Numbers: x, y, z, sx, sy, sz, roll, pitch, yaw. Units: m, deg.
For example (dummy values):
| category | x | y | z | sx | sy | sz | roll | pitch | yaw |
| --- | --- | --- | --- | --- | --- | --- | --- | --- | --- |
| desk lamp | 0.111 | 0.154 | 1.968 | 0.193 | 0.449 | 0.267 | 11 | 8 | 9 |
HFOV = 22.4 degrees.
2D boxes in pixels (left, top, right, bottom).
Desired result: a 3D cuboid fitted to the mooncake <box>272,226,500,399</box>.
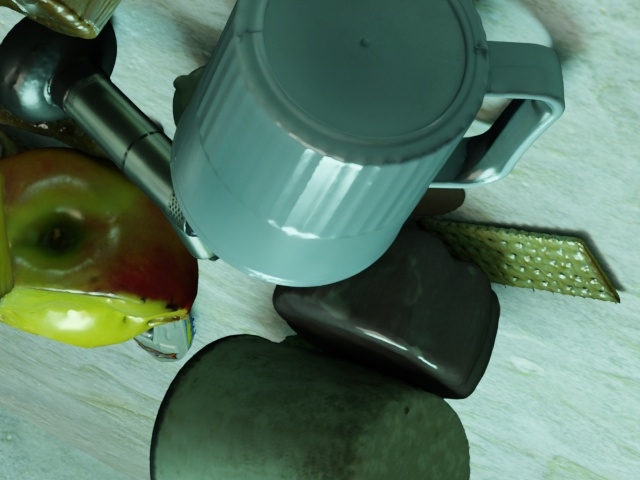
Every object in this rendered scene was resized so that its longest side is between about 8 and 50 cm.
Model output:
| category | x | y | z | sx | sy | sz | roll | pitch | yaw |
| --- | --- | --- | --- | --- | --- | --- | --- | --- | --- |
| mooncake | 0.084 | 0.080 | 2.004 | 0.306 | 0.154 | 0.306 | 22 | 166 | 6 |

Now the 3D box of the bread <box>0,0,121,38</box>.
| category | x | y | z | sx | sy | sz | roll | pitch | yaw |
| --- | --- | --- | --- | --- | --- | --- | --- | --- | --- |
| bread | -0.304 | -0.291 | 1.645 | 0.192 | 0.110 | 0.210 | 33 | 175 | -39 |

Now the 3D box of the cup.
| category | x | y | z | sx | sy | sz | roll | pitch | yaw |
| --- | --- | --- | --- | --- | --- | --- | --- | --- | --- |
| cup | 0.035 | -0.109 | 1.574 | 0.331 | 0.257 | 0.311 | 29 | 156 | -2 |

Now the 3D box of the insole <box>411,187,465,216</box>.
| category | x | y | z | sx | sy | sz | roll | pitch | yaw |
| --- | --- | --- | --- | --- | --- | --- | --- | --- | --- |
| insole | 0.021 | -0.081 | 1.822 | 0.328 | 0.007 | 0.111 | 16 | 143 | -26 |

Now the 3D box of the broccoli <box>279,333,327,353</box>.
| category | x | y | z | sx | sy | sz | roll | pitch | yaw |
| --- | --- | --- | --- | --- | --- | --- | --- | --- | --- |
| broccoli | -0.003 | 0.266 | 2.387 | 0.304 | 0.283 | 0.321 | 5 | 169 | 20 |

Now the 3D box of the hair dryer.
| category | x | y | z | sx | sy | sz | roll | pitch | yaw |
| --- | --- | --- | --- | --- | --- | --- | --- | --- | --- |
| hair dryer | -0.224 | -0.079 | 1.858 | 0.320 | 0.156 | 0.284 | 48 | 157 | 21 |

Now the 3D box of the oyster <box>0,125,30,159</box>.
| category | x | y | z | sx | sy | sz | roll | pitch | yaw |
| --- | --- | --- | --- | --- | --- | --- | --- | --- | --- |
| oyster | -0.482 | -0.126 | 2.285 | 0.161 | 0.107 | 0.233 | 8 | 154 | 19 |

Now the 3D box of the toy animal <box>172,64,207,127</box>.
| category | x | y | z | sx | sy | sz | roll | pitch | yaw |
| --- | --- | --- | --- | --- | --- | --- | --- | --- | --- |
| toy animal | -0.112 | -0.122 | 1.896 | 0.138 | 0.108 | 0.236 | 26 | 162 | 2 |

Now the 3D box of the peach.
| category | x | y | z | sx | sy | sz | roll | pitch | yaw |
| --- | --- | --- | --- | --- | --- | --- | --- | --- | --- |
| peach | -0.318 | 0.009 | 2.218 | 0.306 | 0.242 | 0.380 | 3 | 163 | -14 |

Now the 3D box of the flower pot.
| category | x | y | z | sx | sy | sz | roll | pitch | yaw |
| --- | --- | --- | --- | --- | --- | --- | --- | --- | --- |
| flower pot | -0.005 | 0.280 | 2.016 | 0.330 | 0.293 | 0.293 | 6 | 150 | 44 |

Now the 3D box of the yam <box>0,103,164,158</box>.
| category | x | y | z | sx | sy | sz | roll | pitch | yaw |
| --- | --- | --- | --- | --- | --- | --- | --- | --- | --- |
| yam | -0.321 | -0.149 | 2.106 | 0.253 | 0.061 | 0.061 | 18 | 156 | 18 |

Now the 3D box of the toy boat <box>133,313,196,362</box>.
| category | x | y | z | sx | sy | sz | roll | pitch | yaw |
| --- | --- | --- | --- | --- | --- | --- | --- | --- | --- |
| toy boat | -0.267 | 0.139 | 2.626 | 0.129 | 0.088 | 0.295 | 22 | 156 | 9 |

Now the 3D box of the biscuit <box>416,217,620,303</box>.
| category | x | y | z | sx | sy | sz | roll | pitch | yaw |
| --- | --- | --- | --- | --- | --- | --- | --- | --- | --- |
| biscuit | 0.238 | 0.023 | 1.944 | 0.231 | 0.016 | 0.139 | 8 | 151 | 38 |
